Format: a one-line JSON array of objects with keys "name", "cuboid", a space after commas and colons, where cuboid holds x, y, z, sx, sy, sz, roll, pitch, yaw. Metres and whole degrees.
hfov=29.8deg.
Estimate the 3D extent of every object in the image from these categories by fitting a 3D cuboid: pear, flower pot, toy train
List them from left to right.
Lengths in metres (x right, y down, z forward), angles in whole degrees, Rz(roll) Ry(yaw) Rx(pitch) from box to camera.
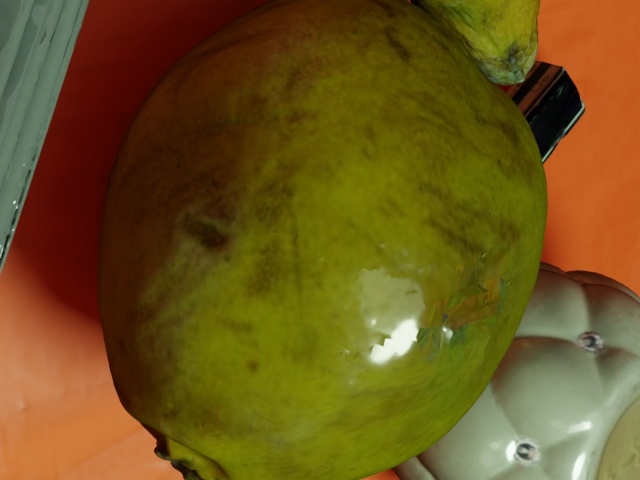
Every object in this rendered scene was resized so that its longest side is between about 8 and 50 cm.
[{"name": "pear", "cuboid": [0.000, 0.000, 0.702, 0.321, 0.269, 0.269, -54, 135, -34]}, {"name": "toy train", "cuboid": [0.109, -0.032, 0.931, 0.252, 0.048, 0.055, -50, 137, -11]}, {"name": "flower pot", "cuboid": [0.170, 0.135, 0.941, 0.246, 0.195, 0.246, -17, 117, -38]}]

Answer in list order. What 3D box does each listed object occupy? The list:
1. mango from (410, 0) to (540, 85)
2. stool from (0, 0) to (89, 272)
[{"name": "mango", "cuboid": [0.076, -0.231, 0.729, 0.146, 0.193, 0.316, -20, 134, 11]}, {"name": "stool", "cuboid": [-0.239, -0.054, 0.428, 0.297, 0.297, 0.330, 26, 83, -45]}]
